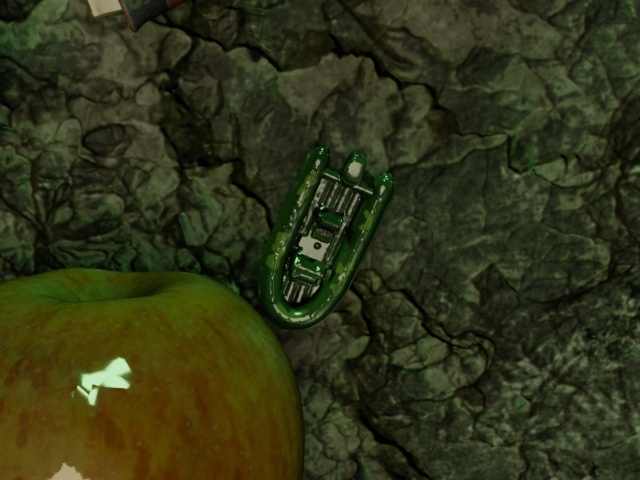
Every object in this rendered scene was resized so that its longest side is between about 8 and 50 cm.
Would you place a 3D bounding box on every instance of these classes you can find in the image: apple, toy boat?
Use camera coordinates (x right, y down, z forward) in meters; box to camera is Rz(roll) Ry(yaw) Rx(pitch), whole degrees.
[{"bbox_3d":[-0.202,0.183,0.869,0.400,0.400,0.334,12,82,-6],"label":"apple"},{"bbox_3d":[0.000,0.000,0.984,0.104,0.052,0.210,22,104,-12],"label":"toy boat"}]

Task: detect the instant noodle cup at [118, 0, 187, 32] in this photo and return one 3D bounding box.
[{"bbox_3d":[-0.133,-0.272,0.849,0.135,0.127,0.127,-22,107,-5],"label":"instant noodle cup"}]

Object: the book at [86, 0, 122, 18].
[{"bbox_3d":[-0.186,-0.328,0.893,0.138,0.016,0.199,-15,107,1],"label":"book"}]
